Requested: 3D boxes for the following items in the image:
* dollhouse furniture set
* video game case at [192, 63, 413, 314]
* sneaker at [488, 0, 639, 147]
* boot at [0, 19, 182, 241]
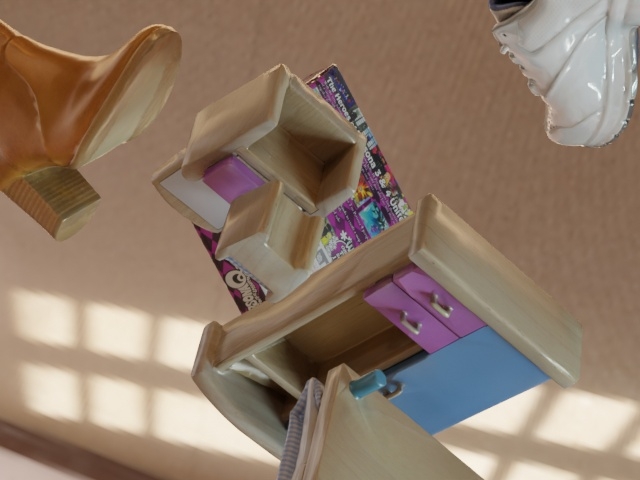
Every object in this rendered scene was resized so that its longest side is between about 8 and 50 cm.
[{"bbox_3d":[-0.015,0.129,0.945,0.286,0.303,0.198,39,129,-25],"label":"dollhouse furniture set"},{"bbox_3d":[0.000,0.000,1.403,0.042,0.210,0.232,-19,105,41],"label":"video game case"},{"bbox_3d":[0.197,-0.175,1.398,0.129,0.111,0.297,-1,149,2],"label":"sneaker"},{"bbox_3d":[-0.256,-0.150,1.573,0.211,0.104,0.295,47,135,10],"label":"boot"}]
